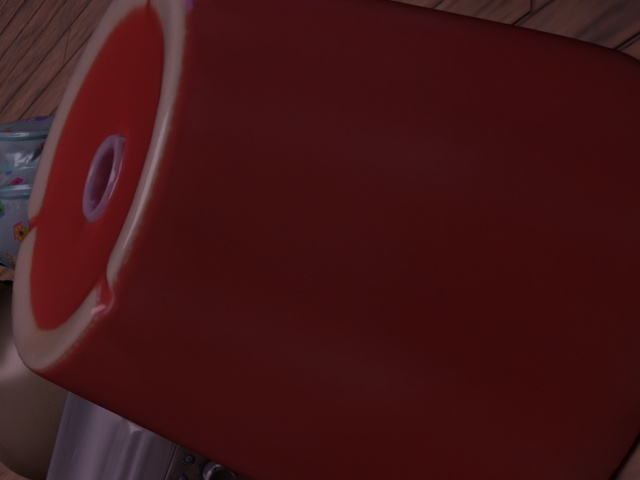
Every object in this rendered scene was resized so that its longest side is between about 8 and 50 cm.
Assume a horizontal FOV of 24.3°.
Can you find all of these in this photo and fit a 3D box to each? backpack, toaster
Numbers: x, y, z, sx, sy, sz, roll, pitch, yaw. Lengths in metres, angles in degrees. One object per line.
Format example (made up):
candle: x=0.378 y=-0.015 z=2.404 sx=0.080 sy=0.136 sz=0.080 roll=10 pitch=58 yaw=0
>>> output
backpack: x=-0.208 y=-0.036 z=1.265 sx=0.188 sy=0.166 sz=0.144 roll=-151 pitch=58 yaw=-61
toaster: x=-0.111 y=0.154 z=0.983 sx=0.227 sy=0.129 sz=0.146 roll=32 pitch=104 yaw=64

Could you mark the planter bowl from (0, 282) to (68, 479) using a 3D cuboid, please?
planter bowl: x=-0.176 y=0.102 z=1.148 sx=0.109 sy=0.162 sz=0.162 roll=-9 pitch=63 yaw=35

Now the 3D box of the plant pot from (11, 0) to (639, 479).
plant pot: x=0.000 y=0.000 z=0.714 sx=0.275 sy=0.243 sz=0.275 roll=-44 pitch=37 yaw=46

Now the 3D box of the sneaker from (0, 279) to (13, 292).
sneaker: x=-0.298 y=0.097 z=1.197 sx=0.134 sy=0.343 sz=0.146 roll=-2 pitch=59 yaw=29
